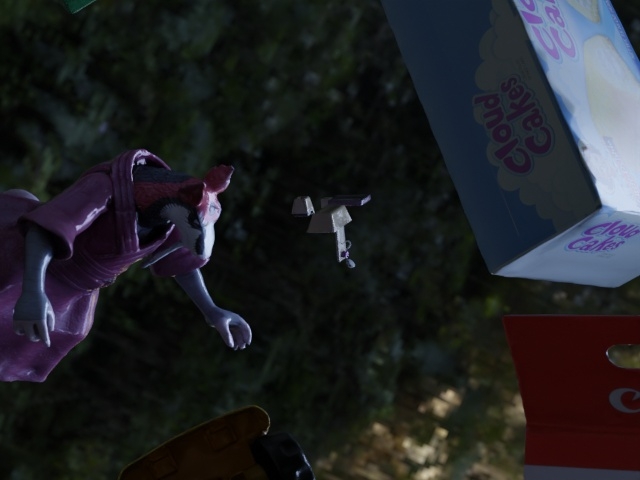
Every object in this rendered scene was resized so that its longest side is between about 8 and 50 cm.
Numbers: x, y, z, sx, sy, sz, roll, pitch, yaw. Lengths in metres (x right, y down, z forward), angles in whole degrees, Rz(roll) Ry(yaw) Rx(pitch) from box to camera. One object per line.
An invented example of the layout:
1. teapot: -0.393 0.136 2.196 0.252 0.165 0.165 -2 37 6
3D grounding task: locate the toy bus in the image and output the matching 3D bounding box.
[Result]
1. toy bus: -0.063 0.260 1.232 0.149 0.220 0.211 -25 171 -13

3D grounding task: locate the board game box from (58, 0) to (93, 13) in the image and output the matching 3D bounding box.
1. board game box: -0.173 -0.308 1.275 0.213 0.046 0.317 -33 -143 -8

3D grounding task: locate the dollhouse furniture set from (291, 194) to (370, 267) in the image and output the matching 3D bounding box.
1. dollhouse furniture set: 0.000 0.000 1.736 0.114 0.091 0.081 -35 122 -67

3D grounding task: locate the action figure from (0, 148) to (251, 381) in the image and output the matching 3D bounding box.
1. action figure: -0.230 -0.003 1.515 0.370 0.248 0.276 -29 -117 25

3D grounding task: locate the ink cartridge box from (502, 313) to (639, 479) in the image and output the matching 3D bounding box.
1. ink cartridge box: 0.327 0.249 1.397 0.308 0.385 0.091 0 -149 26

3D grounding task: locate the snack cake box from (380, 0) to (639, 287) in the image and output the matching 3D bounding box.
1. snack cake box: 0.137 -0.106 1.010 0.089 0.152 0.264 -34 -115 31
